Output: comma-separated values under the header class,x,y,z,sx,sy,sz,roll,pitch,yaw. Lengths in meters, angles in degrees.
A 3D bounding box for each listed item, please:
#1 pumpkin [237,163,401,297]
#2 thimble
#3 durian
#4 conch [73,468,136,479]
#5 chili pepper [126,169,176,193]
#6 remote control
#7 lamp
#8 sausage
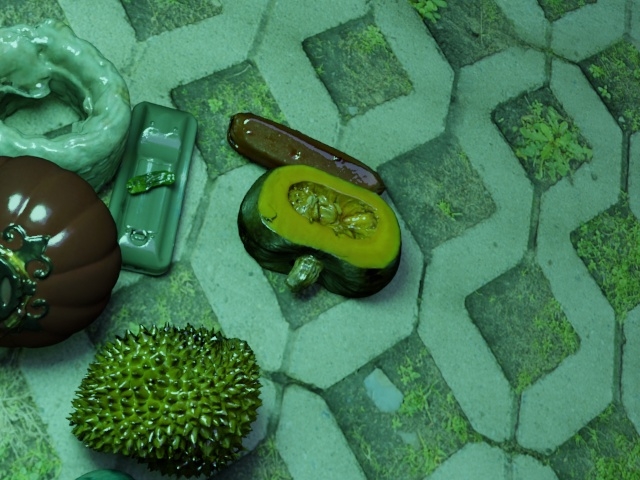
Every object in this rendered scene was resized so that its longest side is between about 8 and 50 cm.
class,x,y,z,sx,sy,sz,roll,pitch,yaw
pumpkin,0.000,0.000,1.603,0.317,0.139,0.222,25,55,-10
thimble,-0.472,-0.214,1.488,0.291,0.195,0.291,7,63,-13
durian,-0.233,0.242,1.335,0.293,0.258,0.258,8,62,-11
conch,-0.320,0.436,1.260,0.196,0.134,0.202,-19,72,-26
chili pepper,-0.298,-0.103,1.529,0.091,0.034,0.030,-16,104,-27
remote control,-0.306,-0.102,1.578,0.128,0.065,0.335,12,61,-11
lamp,-0.456,0.019,1.333,0.303,0.303,0.257,29,22,-5
sausage,-0.028,-0.154,1.691,0.330,0.102,0.102,24,59,-7
